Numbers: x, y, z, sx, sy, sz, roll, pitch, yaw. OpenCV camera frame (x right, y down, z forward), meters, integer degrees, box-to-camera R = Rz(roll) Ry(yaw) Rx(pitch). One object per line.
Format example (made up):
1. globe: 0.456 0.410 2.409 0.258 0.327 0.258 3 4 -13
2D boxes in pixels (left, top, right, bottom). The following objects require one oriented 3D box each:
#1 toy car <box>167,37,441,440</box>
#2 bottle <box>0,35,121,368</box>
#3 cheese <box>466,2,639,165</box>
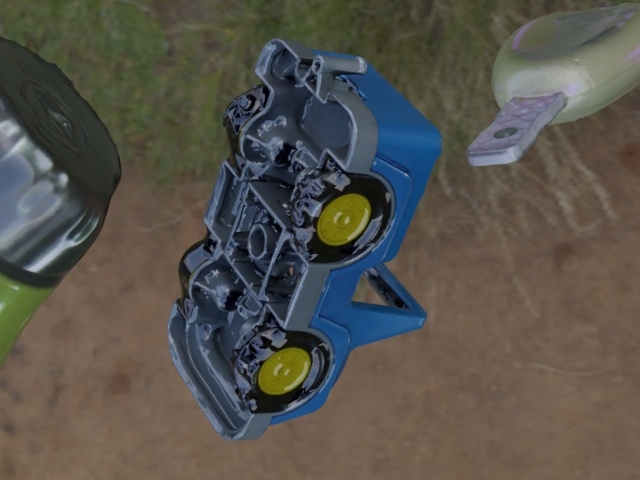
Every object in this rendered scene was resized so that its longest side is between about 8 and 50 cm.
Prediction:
1. toy car: 0.000 0.000 0.734 0.097 0.100 0.191 51 127 46
2. bottle: -0.170 0.044 0.459 0.260 0.112 0.112 -39 61 14
3. cheese: 0.125 -0.082 0.833 0.097 0.192 0.037 -4 114 29
